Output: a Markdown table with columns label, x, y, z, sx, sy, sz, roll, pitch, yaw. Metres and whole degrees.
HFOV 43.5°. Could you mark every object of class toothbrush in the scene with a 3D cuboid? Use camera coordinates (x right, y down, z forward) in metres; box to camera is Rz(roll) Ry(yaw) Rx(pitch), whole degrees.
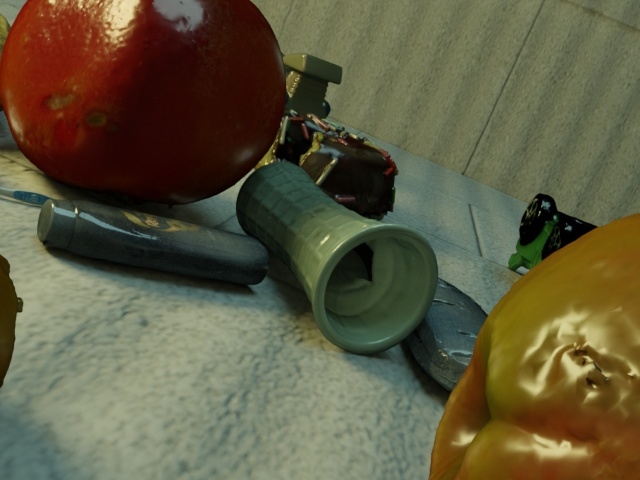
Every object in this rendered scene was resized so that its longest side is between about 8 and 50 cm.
| label | x | y | z | sx | sy | sz | roll | pitch | yaw |
| --- | --- | --- | --- | --- | --- | --- | --- | --- | --- |
| toothbrush | -0.310 | -0.046 | 0.848 | 0.162 | 0.014 | 0.017 | 13 | -2 | -33 |

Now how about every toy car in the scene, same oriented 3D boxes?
| label | x | y | z | sx | sy | sz | roll | pitch | yaw |
| --- | --- | --- | --- | --- | --- | --- | --- | --- | --- |
| toy car | -0.150 | -0.358 | 1.819 | 0.336 | 0.226 | 0.242 | 32 | 17 | 28 |
| toy car | 0.450 | 0.046 | 1.396 | 0.213 | 0.177 | 0.359 | 21 | 18 | -4 |

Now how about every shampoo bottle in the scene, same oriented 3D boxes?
| label | x | y | z | sx | sy | sz | roll | pitch | yaw |
| --- | --- | --- | --- | --- | --- | --- | --- | --- | --- |
| shampoo bottle | -0.166 | 0.002 | 0.817 | 0.233 | 0.049 | 0.087 | 13 | 15 | -35 |

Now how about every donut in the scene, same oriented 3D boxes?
| label | x | y | z | sx | sy | sz | roll | pitch | yaw |
| --- | --- | --- | --- | --- | --- | --- | --- | --- | --- |
| donut | 0.016 | -0.142 | 1.476 | 0.259 | 0.136 | 0.345 | 11 | 20 | -31 |

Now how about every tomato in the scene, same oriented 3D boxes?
| label | x | y | z | sx | sy | sz | roll | pitch | yaw |
| --- | --- | --- | --- | --- | --- | --- | --- | --- | --- |
| tomato | -0.210 | -0.193 | 0.979 | 0.325 | 0.290 | 0.293 | 26 | 13 | 39 |

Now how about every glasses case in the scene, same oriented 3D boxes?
| label | x | y | z | sx | sy | sz | roll | pitch | yaw |
| --- | --- | --- | --- | --- | --- | --- | --- | --- | --- |
| glasses case | 0.145 | 0.102 | 0.903 | 0.109 | 0.067 | 0.282 | 18 | 13 | -11 |

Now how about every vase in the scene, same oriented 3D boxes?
| label | x | y | z | sx | sy | sz | roll | pitch | yaw |
| --- | --- | --- | --- | --- | --- | --- | --- | --- | --- |
| vase | 0.000 | 0.000 | 0.924 | 0.143 | 0.143 | 0.299 | 15 | 14 | -29 |

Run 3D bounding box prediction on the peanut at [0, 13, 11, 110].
| label | x | y | z | sx | sy | sz | roll | pitch | yaw |
| --- | --- | --- | --- | --- | --- | --- | --- | --- | --- |
| peanut | -0.476 | -0.236 | 1.068 | 0.147 | 0.147 | 0.305 | 15 | 20 | -29 |

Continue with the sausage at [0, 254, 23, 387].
| label | x | y | z | sx | sy | sz | roll | pitch | yaw |
| --- | --- | --- | --- | --- | --- | --- | --- | --- | --- |
| sausage | -0.313 | 0.030 | 0.383 | 0.328 | 0.112 | 0.112 | 9 | 20 | -38 |

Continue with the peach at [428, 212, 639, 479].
| label | x | y | z | sx | sy | sz | roll | pitch | yaw |
| --- | --- | --- | --- | --- | --- | --- | --- | --- | --- |
| peach | 0.235 | 0.147 | 0.399 | 0.372 | 0.290 | 0.373 | 21 | -24 | 10 |
